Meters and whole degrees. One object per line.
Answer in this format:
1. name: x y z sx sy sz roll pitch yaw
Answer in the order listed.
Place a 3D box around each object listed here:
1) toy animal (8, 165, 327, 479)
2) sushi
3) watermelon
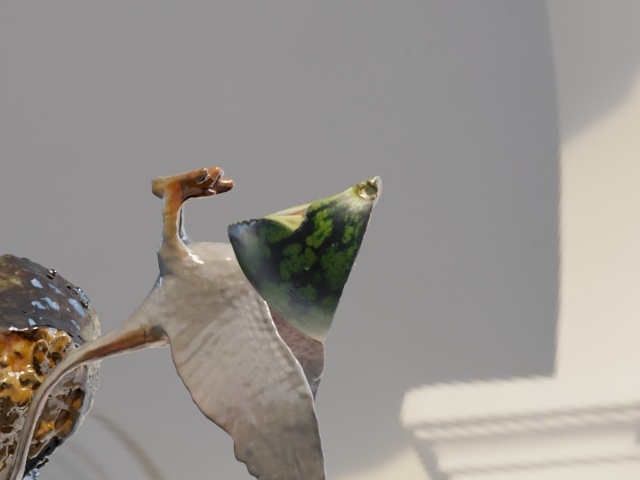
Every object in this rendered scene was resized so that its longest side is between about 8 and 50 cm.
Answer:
1. toy animal: -0.134 0.076 1.537 0.284 0.225 0.302 0 -75 2
2. sushi: -0.346 0.176 1.674 0.348 0.207 0.234 -35 -59 12
3. watermelon: -0.014 0.001 0.920 0.069 0.087 0.163 20 -3 -2
